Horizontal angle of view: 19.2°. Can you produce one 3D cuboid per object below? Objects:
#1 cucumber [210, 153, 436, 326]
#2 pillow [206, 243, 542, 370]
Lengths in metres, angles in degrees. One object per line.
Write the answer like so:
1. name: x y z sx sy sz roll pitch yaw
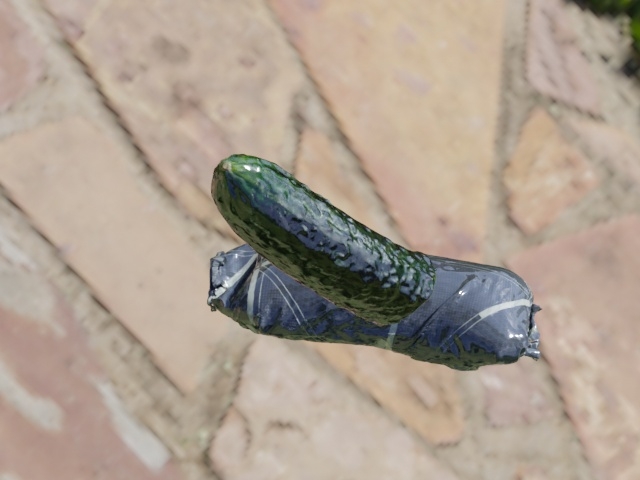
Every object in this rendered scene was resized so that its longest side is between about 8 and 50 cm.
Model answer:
1. cucumber: 0.000 0.000 1.149 0.214 0.052 0.058 33 69 -52
2. pillow: 0.054 0.059 1.867 0.335 0.093 0.161 11 22 2
